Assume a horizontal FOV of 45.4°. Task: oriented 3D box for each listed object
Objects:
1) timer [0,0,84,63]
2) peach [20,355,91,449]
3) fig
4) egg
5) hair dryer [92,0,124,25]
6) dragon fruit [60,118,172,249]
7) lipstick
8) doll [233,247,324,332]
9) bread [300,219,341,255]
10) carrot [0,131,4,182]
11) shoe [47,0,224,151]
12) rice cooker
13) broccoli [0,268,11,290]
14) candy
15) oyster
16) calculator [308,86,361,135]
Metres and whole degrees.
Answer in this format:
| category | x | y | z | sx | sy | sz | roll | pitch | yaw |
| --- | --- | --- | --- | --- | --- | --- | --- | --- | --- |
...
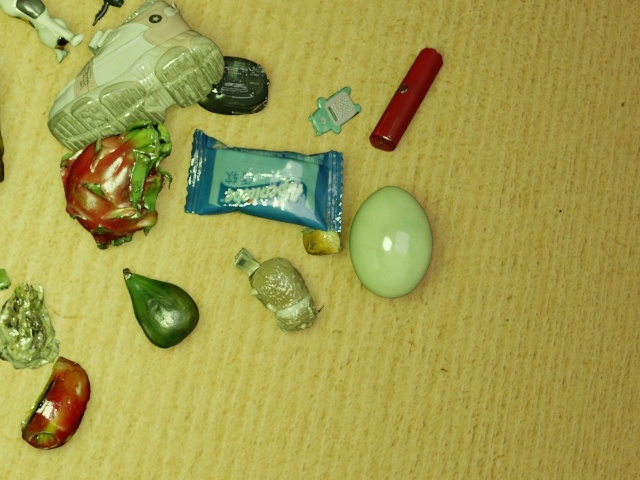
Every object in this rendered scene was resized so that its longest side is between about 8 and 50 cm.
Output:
| category | x | y | z | sx | sy | sz | roll | pitch | yaw |
| --- | --- | --- | --- | --- | --- | --- | --- | --- | --- |
| timer | -0.551 | -0.436 | 1.376 | 0.266 | 0.175 | 0.175 | 44 | 68 | -22 |
| peach | -0.472 | 0.299 | 1.394 | 0.092 | 0.127 | 0.172 | 30 | 47 | -14 |
| fig | -0.320 | 0.122 | 1.489 | 0.177 | 0.117 | 0.117 | 45 | 66 | 0 |
| egg | 0.156 | 0.004 | 1.697 | 0.186 | 0.186 | 0.253 | 1 | 89 | -28 |
| hair dryer | -0.441 | -0.468 | 1.516 | 0.079 | 0.031 | 0.083 | 30 | 80 | -12 |
| dragon fruit | -0.354 | -0.097 | 1.399 | 0.200 | 0.269 | 0.198 | 65 | 33 | -12 |
| lipstick | 0.206 | -0.335 | 1.821 | 0.073 | 0.073 | 0.280 | 37 | 69 | -20 |
| doll | -0.091 | 0.097 | 1.608 | 0.115 | 0.105 | 0.221 | -39 | 98 | 18 |
| bread | 0.000 | 0.000 | 1.661 | 0.053 | 0.106 | 0.072 | -30 | 101 | -27 |
| carrot | -0.647 | -0.158 | 1.255 | 0.241 | 0.241 | 0.341 | 1 | 84 | -28 |
| shoe | -0.371 | -0.314 | 1.472 | 0.350 | 0.172 | 0.198 | -30 | 63 | -9 |
| rice cooker | -0.185 | -0.322 | 1.594 | 0.165 | 0.106 | 0.112 | 0 | 82 | -17 |
| broccoli | -0.644 | 0.084 | 1.329 | 0.204 | 0.122 | 0.118 | -16 | 108 | -42 |
| candy | -0.111 | -0.124 | 1.599 | 0.331 | 0.077 | 0.187 | 6 | 81 | -5 |
| oyster | -0.540 | 0.157 | 1.393 | 0.108 | 0.053 | 0.166 | -13 | 99 | -18 |
| calculator | 0.031 | -0.294 | 1.753 | 0.141 | 0.019 | 0.094 | -39 | 106 | -26 |
